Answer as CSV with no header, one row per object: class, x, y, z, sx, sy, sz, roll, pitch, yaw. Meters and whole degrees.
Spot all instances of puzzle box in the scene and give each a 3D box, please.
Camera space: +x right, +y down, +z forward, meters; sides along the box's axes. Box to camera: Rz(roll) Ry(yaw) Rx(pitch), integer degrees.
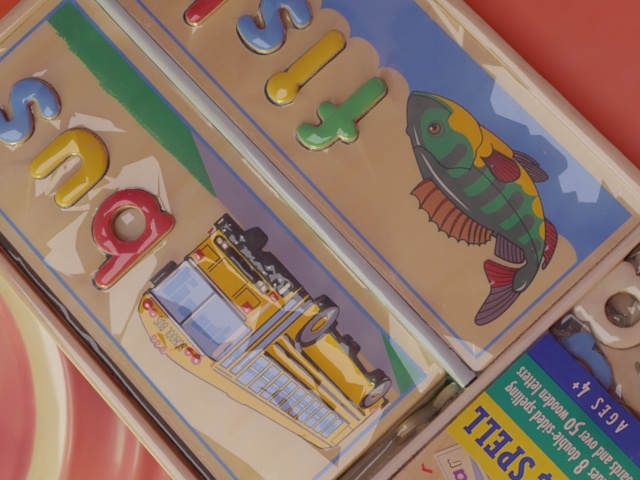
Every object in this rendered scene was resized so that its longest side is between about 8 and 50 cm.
puzzle box,0.000,0.000,0.697,0.272,0.052,0.409,-44,77,-1

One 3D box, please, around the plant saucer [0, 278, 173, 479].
plant saucer,-0.237,0.092,0.817,0.332,0.084,0.332,0,91,21
